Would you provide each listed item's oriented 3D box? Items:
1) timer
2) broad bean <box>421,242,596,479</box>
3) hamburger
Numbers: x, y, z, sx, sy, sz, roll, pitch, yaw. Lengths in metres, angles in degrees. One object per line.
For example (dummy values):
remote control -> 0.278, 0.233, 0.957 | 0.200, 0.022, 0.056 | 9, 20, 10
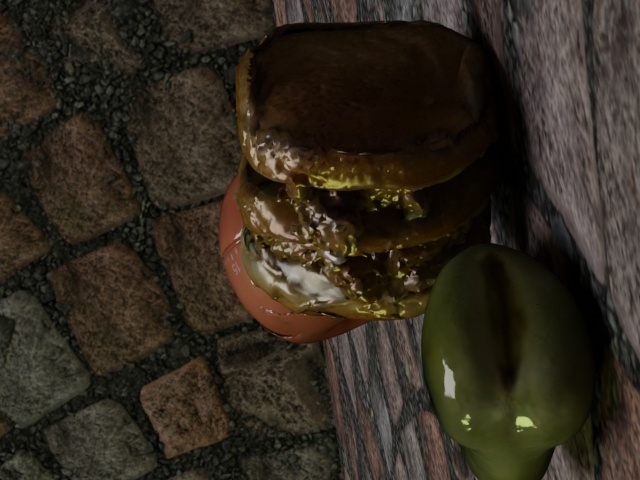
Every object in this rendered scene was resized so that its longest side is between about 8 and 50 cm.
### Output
timer -> 0.000, 0.000, 1.859 | 0.229, 0.229, 0.215 | 113, 137, -81
broad bean -> 0.132, 0.097, 1.226 | 0.263, 0.121, 0.189 | 90, 172, -73
hamburger -> 0.033, -0.068, 1.347 | 0.260, 0.245, 0.211 | 23, 139, 35
